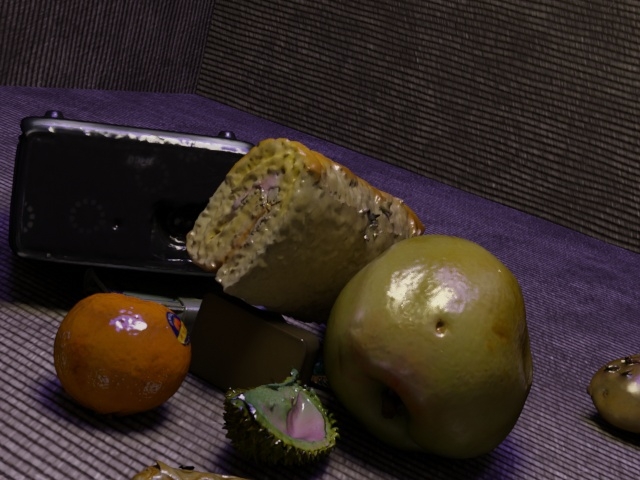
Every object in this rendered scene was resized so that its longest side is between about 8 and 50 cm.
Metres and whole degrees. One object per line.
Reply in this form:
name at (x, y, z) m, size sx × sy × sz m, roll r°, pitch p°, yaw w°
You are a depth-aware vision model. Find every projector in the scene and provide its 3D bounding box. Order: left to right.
projector at (-0.317, -0.078, 1.935) m, size 0.395 × 0.242 × 0.405 m, roll 5°, pitch 2°, yaw -12°

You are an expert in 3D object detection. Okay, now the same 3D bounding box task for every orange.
orange at (-0.255, 0.146, 1.478) m, size 0.177 × 0.155 × 0.177 m, roll 21°, pitch 11°, yaw -4°

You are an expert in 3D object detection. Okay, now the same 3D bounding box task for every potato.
potato at (0.589, 0.256, 1.904) m, size 0.300 × 0.140 × 0.173 m, roll 5°, pitch 10°, yaw -30°

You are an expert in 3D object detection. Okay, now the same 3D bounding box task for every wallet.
wallet at (-0.211, 0.099, 1.860) m, size 0.309 × 0.077 × 0.223 m, roll 6°, pitch 13°, yaw -24°

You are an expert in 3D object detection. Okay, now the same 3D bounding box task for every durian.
durian at (-0.056, 0.237, 1.457) m, size 0.137 × 0.095 × 0.220 m, roll 55°, pitch 23°, yaw 10°

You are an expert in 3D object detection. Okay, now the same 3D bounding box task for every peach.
peach at (0.152, 0.144, 1.597) m, size 0.281 × 0.314 × 0.316 m, roll -3°, pitch 44°, yaw 26°

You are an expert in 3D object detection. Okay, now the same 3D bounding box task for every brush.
brush at (-0.097, 0.161, 1.637) m, size 0.197 × 0.123 × 0.059 m, roll 24°, pitch 14°, yaw 31°

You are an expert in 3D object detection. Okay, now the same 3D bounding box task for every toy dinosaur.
toy dinosaur at (0.001, 0.202, 1.755) m, size 0.106 × 0.044 × 0.187 m, roll 30°, pitch 16°, yaw 2°

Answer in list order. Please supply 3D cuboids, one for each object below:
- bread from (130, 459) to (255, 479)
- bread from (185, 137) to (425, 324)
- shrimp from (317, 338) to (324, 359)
bread at (-0.028, 0.304, 1.237) m, size 0.367 × 0.084 × 0.077 m, roll 11°, pitch 30°, yaw -11°
bread at (0.000, 0.000, 1.697) m, size 0.165 × 0.236 × 0.375 m, roll 41°, pitch 8°, yaw 34°
shrimp at (-0.022, 0.174, 1.856) m, size 0.127 × 0.025 × 0.091 m, roll 8°, pitch 15°, yaw -39°
